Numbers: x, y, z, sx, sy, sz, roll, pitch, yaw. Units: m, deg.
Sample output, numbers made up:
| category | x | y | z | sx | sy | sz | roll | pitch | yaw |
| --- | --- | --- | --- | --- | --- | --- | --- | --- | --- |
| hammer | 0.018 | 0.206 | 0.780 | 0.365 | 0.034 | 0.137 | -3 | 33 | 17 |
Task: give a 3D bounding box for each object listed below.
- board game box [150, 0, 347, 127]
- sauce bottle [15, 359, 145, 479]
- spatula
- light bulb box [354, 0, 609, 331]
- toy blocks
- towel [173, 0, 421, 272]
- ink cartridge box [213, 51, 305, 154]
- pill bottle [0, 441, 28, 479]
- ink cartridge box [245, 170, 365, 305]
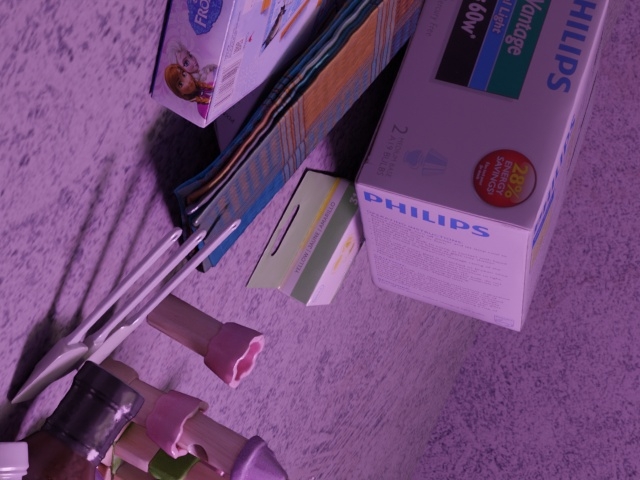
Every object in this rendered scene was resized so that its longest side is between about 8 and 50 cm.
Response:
| category | x | y | z | sx | sy | sz | roll | pitch | yaw |
| --- | --- | --- | --- | --- | --- | --- | --- | --- | --- |
| board game box | -0.015 | -0.303 | 1.470 | 0.318 | 0.066 | 0.318 | -43 | 157 | -48 |
| sauce bottle | -0.290 | 0.270 | 1.522 | 0.344 | 0.111 | 0.111 | -57 | 164 | -11 |
| spatula | -0.182 | 0.065 | 1.545 | 0.242 | 0.019 | 0.168 | -43 | 167 | 20 |
| light bulb box | 0.211 | -0.125 | 2.085 | 0.361 | 0.225 | 0.358 | 77 | 31 | -67 |
| toy blocks | -0.144 | 0.278 | 1.725 | 0.309 | 0.260 | 0.288 | -49 | 161 | -38 |
| towel | -0.017 | -0.136 | 1.656 | 0.370 | 0.040 | 0.271 | -50 | 173 | -12 |
| ink cartridge box | -0.067 | -0.150 | 1.665 | 0.145 | 0.045 | 0.179 | -44 | 176 | -48 |
| pill bottle | -0.295 | 0.267 | 1.411 | 0.108 | 0.108 | 0.180 | 27 | 60 | -75 |
| ink cartridge box | 0.000 | 0.000 | 2.083 | 0.171 | 0.056 | 0.235 | -62 | 167 | 7 |
